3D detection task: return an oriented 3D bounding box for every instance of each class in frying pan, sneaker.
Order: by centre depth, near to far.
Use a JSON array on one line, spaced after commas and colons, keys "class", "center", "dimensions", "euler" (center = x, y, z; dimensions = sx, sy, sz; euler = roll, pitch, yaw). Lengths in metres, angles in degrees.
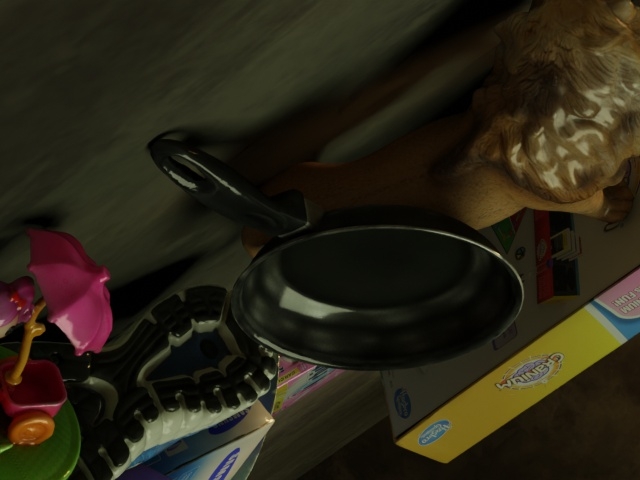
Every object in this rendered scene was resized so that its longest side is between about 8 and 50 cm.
[{"class": "frying pan", "center": [-0.015, 0.014, 1.256], "dimensions": [0.326, 0.053, 0.197], "euler": [20, 143, -29]}, {"class": "sneaker", "center": [-0.187, 0.139, 1.384], "dimensions": [0.330, 0.130, 0.147], "euler": [-16, 165, -41]}]

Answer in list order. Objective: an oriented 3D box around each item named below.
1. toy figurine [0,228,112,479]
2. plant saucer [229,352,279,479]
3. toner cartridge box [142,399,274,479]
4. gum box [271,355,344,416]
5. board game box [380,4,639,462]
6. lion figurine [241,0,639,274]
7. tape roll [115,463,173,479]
[{"class": "toy figurine", "center": [-0.196, 0.058, 1.135], "dimensions": [0.173, 0.130, 0.159], "euler": [5, 134, -33]}, {"class": "plant saucer", "center": [-0.098, 0.152, 1.729], "dimensions": [0.037, 0.195, 0.195], "euler": [19, 143, -23]}, {"class": "toner cartridge box", "center": [-0.188, 0.254, 1.659], "dimensions": [0.165, 0.075, 0.348], "euler": [-23, 157, -46]}, {"class": "gum box", "center": [-0.025, 0.122, 1.998], "dimensions": [0.107, 0.062, 0.188], "euler": [-31, 170, -11]}, {"class": "board game box", "center": [0.168, -0.005, 1.509], "dimensions": [0.064, 0.242, 0.316], "euler": [26, 129, -36]}, {"class": "lion figurine", "center": [0.075, -0.041, 1.327], "dimensions": [0.392, 0.142, 0.240], "euler": [-31, 162, 17]}, {"class": "tape roll", "center": [-0.179, 0.298, 1.513], "dimensions": [0.275, 0.275, 0.090], "euler": [-41, -172, 38]}]
